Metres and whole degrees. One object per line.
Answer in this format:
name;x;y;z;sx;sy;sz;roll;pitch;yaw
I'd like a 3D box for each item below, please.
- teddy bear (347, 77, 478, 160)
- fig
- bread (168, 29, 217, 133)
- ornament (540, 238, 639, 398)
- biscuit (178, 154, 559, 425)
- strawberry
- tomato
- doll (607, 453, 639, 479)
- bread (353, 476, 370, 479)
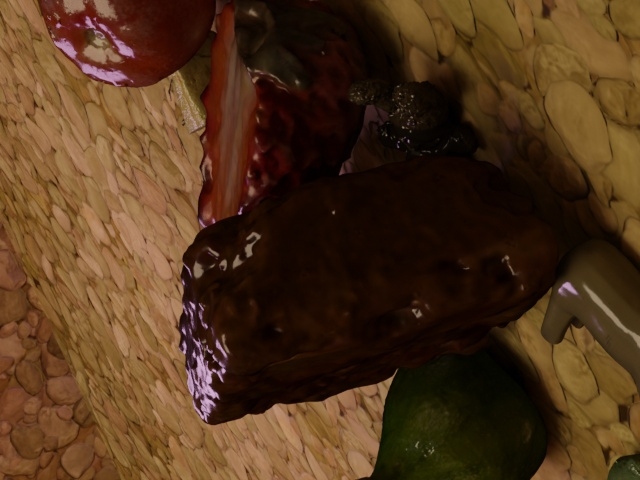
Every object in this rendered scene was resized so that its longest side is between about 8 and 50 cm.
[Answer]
teddy bear;0.100;-0.119;1.867;0.119;0.078;0.160;10;150;36
fig;0.124;0.234;2.067;0.203;0.235;0.203;43;158;23
bread;-0.149;-0.193;2.317;0.109;0.084;0.080;61;158;-7
ornament;0.300;0.094;1.703;0.230;0.061;0.245;51;161;23
biscuit;0.029;0.051;1.840;0.395;0.342;0.166;121;135;-73
strawberry;-0.039;-0.100;1.994;0.265;0.149;0.336;-111;27;-50
tomato;-0.223;-0.289;2.208;0.208;0.184;0.208;19;142;15
doll;0.343;0.278;1.867;0.150;0.077;0.115;44;169;7
bread;0.093;0.433;2.470;0.270;0.148;0.270;48;-176;-5
